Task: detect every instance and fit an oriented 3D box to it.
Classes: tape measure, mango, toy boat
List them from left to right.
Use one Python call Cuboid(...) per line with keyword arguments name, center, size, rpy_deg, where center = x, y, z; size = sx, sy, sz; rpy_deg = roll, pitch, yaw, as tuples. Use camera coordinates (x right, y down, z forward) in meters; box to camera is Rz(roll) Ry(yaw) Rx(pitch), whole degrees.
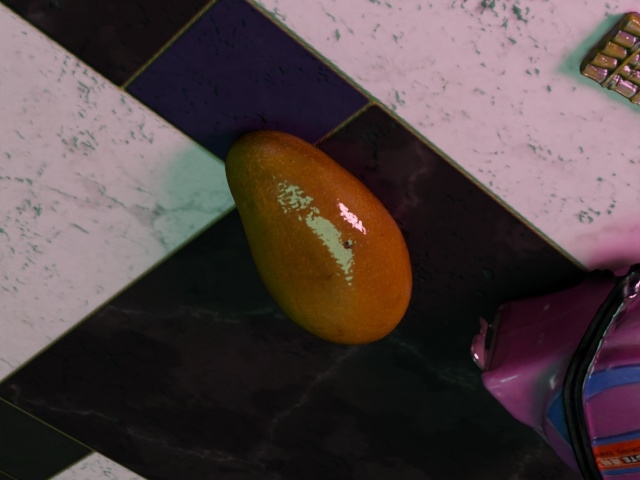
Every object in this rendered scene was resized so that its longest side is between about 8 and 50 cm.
Cuboid(name="mango", center=(0.000, 0.000, 0.972), size=(0.136, 0.099, 0.227), rpy_deg=(-12, 124, 33))
Cuboid(name="tape measure", center=(0.292, 0.116, 0.999), size=(0.231, 0.149, 0.245), rpy_deg=(-24, 120, 36))
Cuboid(name="toy boat", center=(0.254, -0.121, 0.840), size=(0.115, 0.016, 0.063), rpy_deg=(26, 135, -14))
